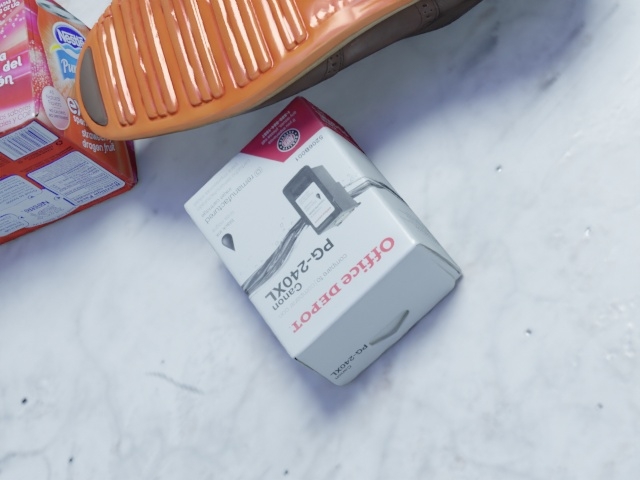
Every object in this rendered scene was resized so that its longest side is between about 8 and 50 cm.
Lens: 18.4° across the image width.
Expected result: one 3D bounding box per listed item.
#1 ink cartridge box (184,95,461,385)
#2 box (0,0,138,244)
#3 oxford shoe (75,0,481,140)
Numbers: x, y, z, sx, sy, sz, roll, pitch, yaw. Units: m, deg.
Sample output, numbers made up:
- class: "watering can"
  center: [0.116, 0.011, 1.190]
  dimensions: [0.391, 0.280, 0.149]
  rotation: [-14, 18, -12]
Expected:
- class: "ink cartridge box"
  center: [0.000, 0.000, 1.252]
  dimensions: [0.109, 0.063, 0.150]
  rotation: [-43, 54, 8]
- class: "box"
  center: [-0.273, -0.067, 1.402]
  dimensions: [0.257, 0.128, 0.122]
  rotation: [-22, 60, 22]
- class: "oxford shoe"
  center: [0.004, -0.149, 1.279]
  dimensions: [0.364, 0.133, 0.130]
  rotation: [-22, 70, 26]
